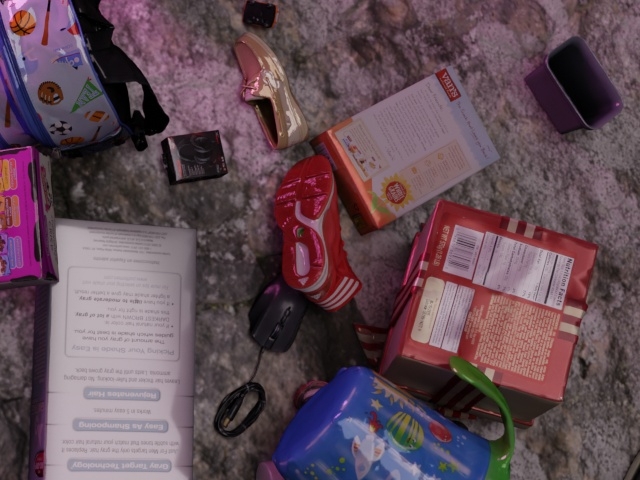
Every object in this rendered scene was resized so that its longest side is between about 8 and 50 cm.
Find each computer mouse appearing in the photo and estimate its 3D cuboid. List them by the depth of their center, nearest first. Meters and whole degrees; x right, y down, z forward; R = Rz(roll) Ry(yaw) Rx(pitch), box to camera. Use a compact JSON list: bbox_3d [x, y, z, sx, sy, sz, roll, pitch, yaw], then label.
[{"bbox_3d":[-0.075,0.150,1.769,0.071,0.041,0.242,27,71,-17],"label":"computer mouse"}]

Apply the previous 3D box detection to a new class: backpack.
[{"bbox_3d":[-0.329,-0.225,1.613,0.213,0.263,0.276,-24,90,-9],"label":"backpack"}]

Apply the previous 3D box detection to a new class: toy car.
[{"bbox_3d":[-0.078,-0.352,1.858,0.040,0.060,0.122,1,85,-55],"label":"toy car"}]

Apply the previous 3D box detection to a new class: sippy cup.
[{"bbox_3d":[0.073,0.279,1.624,0.224,0.240,0.305,42,68,-10],"label":"sippy cup"}]

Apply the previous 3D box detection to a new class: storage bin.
[{"bbox_3d":[0.378,-0.229,2.006,0.098,0.091,0.135,-37,96,-24],"label":"storage bin"}]

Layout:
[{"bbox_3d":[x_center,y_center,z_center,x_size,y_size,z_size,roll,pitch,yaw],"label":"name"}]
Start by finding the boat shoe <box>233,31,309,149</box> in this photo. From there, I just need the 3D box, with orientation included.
[{"bbox_3d":[-0.077,-0.203,1.823,0.059,0.063,0.170,-30,93,-31],"label":"boat shoe"}]

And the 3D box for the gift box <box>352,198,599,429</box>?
[{"bbox_3d":[0.199,0.091,1.786,0.276,0.258,0.255,21,74,2],"label":"gift box"}]

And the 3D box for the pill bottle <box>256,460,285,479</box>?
[{"bbox_3d":[-0.010,0.316,1.744,0.137,0.078,0.078,-2,81,-24],"label":"pill bottle"}]

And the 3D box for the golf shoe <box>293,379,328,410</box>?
[{"bbox_3d":[0.059,0.239,1.778,0.186,0.086,0.067,11,99,-20],"label":"golf shoe"}]

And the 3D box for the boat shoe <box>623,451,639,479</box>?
[{"bbox_3d":[0.469,0.447,1.902,0.127,0.113,0.340,37,68,-13],"label":"boat shoe"}]

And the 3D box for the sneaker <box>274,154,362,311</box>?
[{"bbox_3d":[0.000,0.000,1.823,0.128,0.087,0.221,52,36,-48],"label":"sneaker"}]

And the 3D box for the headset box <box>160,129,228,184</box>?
[{"bbox_3d":[-0.173,-0.111,1.782,0.083,0.032,0.062,-9,84,-26],"label":"headset box"}]

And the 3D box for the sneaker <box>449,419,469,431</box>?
[{"bbox_3d":[0.143,0.358,1.816,0.097,0.084,0.234,47,64,-37],"label":"sneaker"}]

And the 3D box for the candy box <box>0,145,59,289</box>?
[{"bbox_3d":[-0.435,-0.015,1.576,0.233,0.071,0.159,-6,82,6],"label":"candy box"}]

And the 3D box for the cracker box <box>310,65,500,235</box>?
[{"bbox_3d":[0.122,-0.129,1.892,0.232,0.067,0.155,-29,93,-24],"label":"cracker box"}]

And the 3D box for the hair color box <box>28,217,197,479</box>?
[{"bbox_3d":[-0.257,0.170,1.649,0.185,0.113,0.374,4,78,-22],"label":"hair color box"}]
